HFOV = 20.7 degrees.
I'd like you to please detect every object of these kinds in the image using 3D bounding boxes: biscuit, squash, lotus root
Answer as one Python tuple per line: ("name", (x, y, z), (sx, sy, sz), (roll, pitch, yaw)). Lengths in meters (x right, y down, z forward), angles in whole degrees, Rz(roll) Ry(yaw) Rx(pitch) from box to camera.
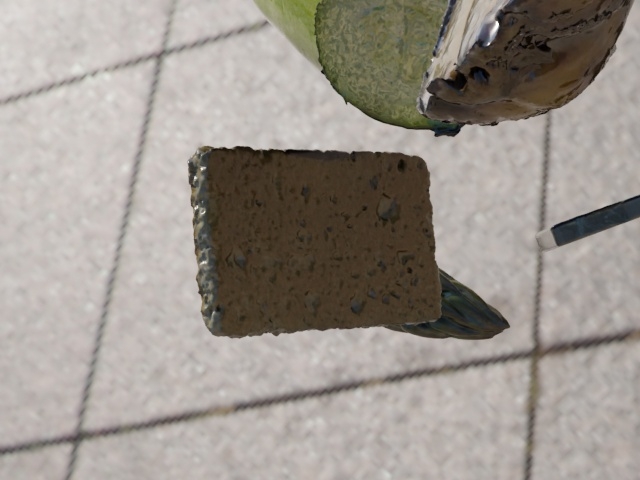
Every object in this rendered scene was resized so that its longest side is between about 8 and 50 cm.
("biscuit", (0.000, 0.000, 1.208), (0.025, 0.231, 0.131), (-9, 83, 43))
("squash", (0.002, -0.182, 1.234), (0.137, 0.137, 0.287), (-48, 42, -4))
("lotus root", (0.137, -0.179, 0.835), (0.167, 0.078, 0.329), (-42, 20, 55))

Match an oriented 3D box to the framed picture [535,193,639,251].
("framed picture", (0.247, -0.043, 1.019), (0.250, 0.184, 0.016), (-21, 87, 3))

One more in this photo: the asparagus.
("asparagus", (0.050, 0.037, 1.689), (0.287, 0.080, 0.080), (21, 70, 20))
